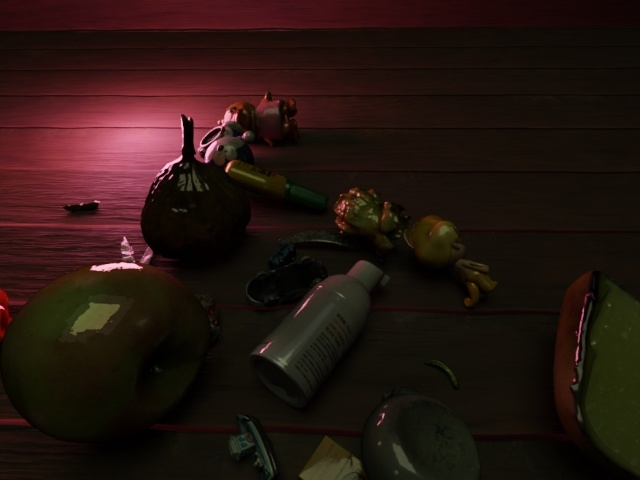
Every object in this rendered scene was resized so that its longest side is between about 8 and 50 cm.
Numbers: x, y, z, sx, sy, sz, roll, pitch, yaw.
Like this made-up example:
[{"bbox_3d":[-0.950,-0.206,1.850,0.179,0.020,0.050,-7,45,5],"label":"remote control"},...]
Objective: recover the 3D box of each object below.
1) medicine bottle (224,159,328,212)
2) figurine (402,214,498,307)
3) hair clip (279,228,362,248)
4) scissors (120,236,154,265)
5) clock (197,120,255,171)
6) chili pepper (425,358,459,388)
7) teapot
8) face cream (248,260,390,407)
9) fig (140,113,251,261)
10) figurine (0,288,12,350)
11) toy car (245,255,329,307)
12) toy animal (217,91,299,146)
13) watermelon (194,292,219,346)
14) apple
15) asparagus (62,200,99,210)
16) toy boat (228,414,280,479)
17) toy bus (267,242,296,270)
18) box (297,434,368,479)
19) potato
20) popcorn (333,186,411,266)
[{"bbox_3d":[-0.126,-0.152,1.231,0.309,0.076,0.111,20,14,-5],"label":"medicine bottle"},{"bbox_3d":[0.310,0.039,1.020,0.131,0.156,0.246,-33,64,-25],"label":"figurine"},{"bbox_3d":[0.000,-0.002,1.142,0.229,0.036,0.066,1,37,2],"label":"hair clip"},{"bbox_3d":[-0.456,0.109,1.041,0.256,0.029,0.383,-5,42,-9],"label":"scissors"},{"bbox_3d":[-0.294,-0.282,1.362,0.199,0.146,0.243,-27,41,8],"label":"clock"},{"bbox_3d":[0.252,0.269,0.865,0.030,0.017,0.083,-28,50,-23],"label":"chili pepper"},{"bbox_3d":[0.157,0.352,0.688,0.193,0.129,0.294,11,37,-14],"label":"teapot"},{"bbox_3d":[0.022,0.159,0.896,0.145,0.145,0.370,25,48,25],"label":"face cream"},{"bbox_3d":[-0.332,-0.141,1.071,0.286,0.369,0.286,-1,33,1],"label":"fig"},{"bbox_3d":[-0.756,0.191,0.876,0.208,0.181,0.257,-25,28,36],"label":"figurine"},{"bbox_3d":[-0.078,0.104,1.018,0.205,0.056,0.095,-19,46,-13],"label":"toy car"},{"bbox_3d":[-0.225,-0.429,1.514,0.281,0.195,0.169,-6,4,-10],"label":"toy animal"},{"bbox_3d":[-0.294,0.151,0.953,0.187,0.071,0.139,28,34,10],"label":"watermelon"},{"bbox_3d":[-0.379,0.189,0.760,0.277,0.319,0.319,14,45,29],"label":"apple"},{"bbox_3d":[-0.719,-0.103,1.277,0.108,0.021,0.025,-7,40,-5],"label":"asparagus"},{"bbox_3d":[-0.123,0.365,0.741,0.066,0.059,0.140,-6,39,-31],"label":"toy boat"},{"bbox_3d":[-0.098,0.045,1.094,0.046,0.038,0.083,18,45,26],"label":"toy bus"},{"bbox_3d":[0.048,0.413,0.716,0.155,0.023,0.087,26,47,26],"label":"box"},{"bbox_3d":[0.525,0.276,0.746,0.330,0.213,0.280,36,69,15],"label":"potato"},{"bbox_3d":[0.135,-0.050,1.111,0.195,0.168,0.173,29,85,24],"label":"popcorn"}]
